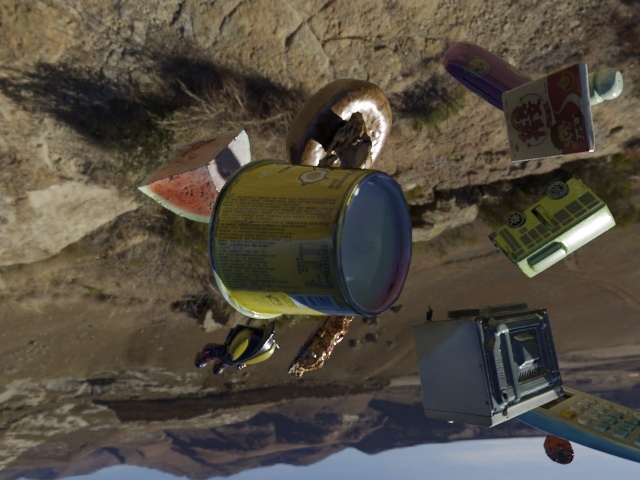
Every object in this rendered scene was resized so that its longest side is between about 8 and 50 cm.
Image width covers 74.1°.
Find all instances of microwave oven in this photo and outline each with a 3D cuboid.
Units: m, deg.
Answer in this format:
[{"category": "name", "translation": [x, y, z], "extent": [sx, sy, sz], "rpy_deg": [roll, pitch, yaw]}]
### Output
[{"category": "microwave oven", "translation": [0.303, 0.206, 0.759], "extent": [0.241, 0.193, 0.145], "rpy_deg": [2, 170, -37]}]

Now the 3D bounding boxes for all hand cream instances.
[{"category": "hand cream", "translation": [0.796, -0.470, 1.381], "extent": [0.306, 0.093, 0.147], "rpy_deg": [-3, 126, 54]}]

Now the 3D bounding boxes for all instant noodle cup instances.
[{"category": "instant noodle cup", "translation": [0.000, 0.000, 0.777], "extent": [0.254, 0.325, 0.326], "rpy_deg": [2, 164, 38]}]

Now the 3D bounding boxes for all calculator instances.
[{"category": "calculator", "translation": [0.592, 0.388, 0.921], "extent": [0.256, 0.054, 0.387], "rpy_deg": [4, 180, -42]}]

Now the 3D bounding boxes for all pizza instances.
[{"category": "pizza", "translation": [0.010, 0.371, 1.609], "extent": [0.114, 0.408, 0.278], "rpy_deg": [36, -179, 2]}]

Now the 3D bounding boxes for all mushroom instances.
[{"category": "mushroom", "translation": [0.082, -0.279, 1.170], "extent": [0.357, 0.330, 0.334], "rpy_deg": [23, 180, 43]}]

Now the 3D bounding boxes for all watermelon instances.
[{"category": "watermelon", "translation": [-0.327, -0.175, 1.150], "extent": [0.261, 0.255, 0.176], "rpy_deg": [-6, 172, 14]}]

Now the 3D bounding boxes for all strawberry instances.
[{"category": "strawberry", "translation": [0.725, 0.636, 1.300], "extent": [0.083, 0.083, 0.096], "rpy_deg": [-8, -163, 9]}]

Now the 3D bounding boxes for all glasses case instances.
[{"category": "glasses case", "translation": [0.481, -0.438, 1.166], "extent": [0.316, 0.123, 0.075], "rpy_deg": [38, 156, 9]}]

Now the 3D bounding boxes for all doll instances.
[{"category": "doll", "translation": [-0.195, 0.264, 1.026], "extent": [0.249, 0.088, 0.127], "rpy_deg": [-29, 156, 26]}]

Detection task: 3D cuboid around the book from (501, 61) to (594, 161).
[{"category": "book", "translation": [0.461, -0.252, 0.877], "extent": [0.022, 0.162, 0.232], "rpy_deg": [-12, -172, -10]}]

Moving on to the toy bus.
[{"category": "toy bus", "translation": [0.397, -0.018, 0.736], "extent": [0.175, 0.101, 0.088], "rpy_deg": [-40, 133, 20]}]
